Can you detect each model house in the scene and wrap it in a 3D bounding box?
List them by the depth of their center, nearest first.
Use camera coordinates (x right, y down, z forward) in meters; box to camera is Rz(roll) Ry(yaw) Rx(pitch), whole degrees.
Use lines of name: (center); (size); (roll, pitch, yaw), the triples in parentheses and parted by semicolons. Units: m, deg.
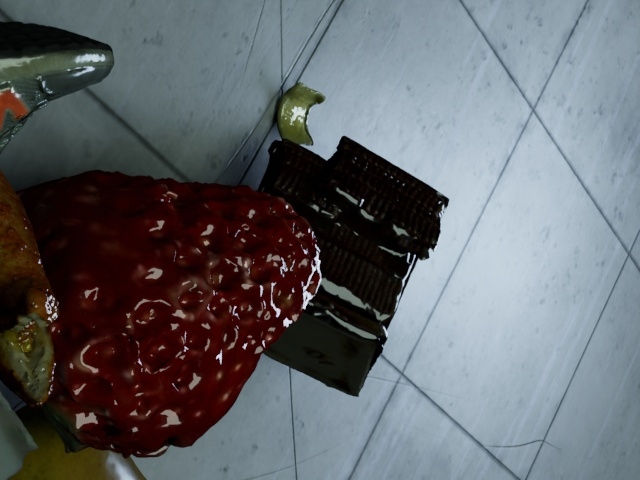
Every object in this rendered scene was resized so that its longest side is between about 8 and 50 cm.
model house: (0.000, 0.000, 1.576); (0.317, 0.297, 0.282); (26, 68, -12)

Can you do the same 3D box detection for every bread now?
bread: (-0.279, 0.020, 1.049); (0.095, 0.269, 0.139); (-22, 139, -31)

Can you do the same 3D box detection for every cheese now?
cheese: (-0.026, -0.167, 1.587); (0.060, 0.041, 0.084); (1, 116, -42)

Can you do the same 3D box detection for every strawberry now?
strawberry: (-0.165, 0.042, 1.241); (0.345, 0.317, 0.295); (-32, 100, -21)

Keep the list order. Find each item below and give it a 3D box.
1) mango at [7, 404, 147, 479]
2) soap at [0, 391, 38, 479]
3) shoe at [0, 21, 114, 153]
mango: (-0.271, 0.357, 1.341); (0.264, 0.221, 0.378); (-24, 108, -37)
soap: (-0.506, 0.188, 1.021); (0.435, 0.213, 0.350); (-43, 131, -31)
shoe: (-0.341, -0.111, 1.187); (0.336, 0.132, 0.171); (-18, 119, -43)
